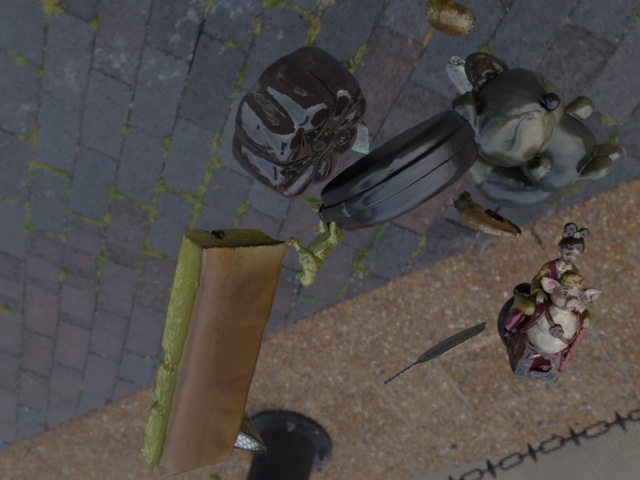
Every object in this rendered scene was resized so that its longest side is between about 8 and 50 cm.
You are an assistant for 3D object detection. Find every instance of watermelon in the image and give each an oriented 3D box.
[{"bbox_3d":[0.116,-0.317,1.889,0.081,0.180,0.094,18,93,-10],"label":"watermelon"}]

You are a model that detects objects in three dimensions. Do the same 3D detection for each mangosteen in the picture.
[{"bbox_3d":[0.399,0.147,1.164,0.136,0.151,0.137,4,127,5],"label":"mangosteen"}]

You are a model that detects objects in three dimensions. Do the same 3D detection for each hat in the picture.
[{"bbox_3d":[-0.172,0.303,1.087,0.192,0.082,0.193,16,153,9],"label":"hat"}]

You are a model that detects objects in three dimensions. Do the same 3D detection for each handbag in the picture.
[{"bbox_3d":[0.120,-0.105,1.004,0.093,0.253,0.308,55,162,-8],"label":"handbag"}]

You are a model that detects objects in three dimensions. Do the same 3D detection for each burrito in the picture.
[{"bbox_3d":[0.401,-0.400,1.625,0.064,0.064,0.203,-34,102,31],"label":"burrito"}]

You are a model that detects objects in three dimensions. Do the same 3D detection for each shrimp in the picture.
[{"bbox_3d":[0.371,-0.057,1.384,0.132,0.236,0.053,2,111,-11],"label":"shrimp"}]

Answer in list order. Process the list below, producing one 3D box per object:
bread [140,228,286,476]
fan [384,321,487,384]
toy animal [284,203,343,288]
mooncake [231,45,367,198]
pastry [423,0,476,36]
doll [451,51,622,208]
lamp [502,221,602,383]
[{"bbox_3d":[-0.154,0.159,0.853,0.077,0.138,0.362,31,114,38],"label":"bread"},{"bbox_3d":[0.312,0.298,1.653,0.334,0.229,0.011,-29,83,-13],"label":"fan"},{"bbox_3d":[0.000,0.000,1.328,0.073,0.181,0.136,19,154,32],"label":"toy animal"},{"bbox_3d":[-0.039,-0.223,1.219,0.154,0.306,0.306,44,129,17],"label":"mooncake"},{"bbox_3d":[0.372,-0.646,1.783,0.153,0.153,0.081,27,103,-8],"label":"pastry"},{"bbox_3d":[0.420,-0.212,1.395,0.382,0.252,0.379,36,140,-4],"label":"doll"},{"bbox_3d":[0.364,0.103,0.950,0.118,0.118,0.253,14,125,2],"label":"lamp"}]
